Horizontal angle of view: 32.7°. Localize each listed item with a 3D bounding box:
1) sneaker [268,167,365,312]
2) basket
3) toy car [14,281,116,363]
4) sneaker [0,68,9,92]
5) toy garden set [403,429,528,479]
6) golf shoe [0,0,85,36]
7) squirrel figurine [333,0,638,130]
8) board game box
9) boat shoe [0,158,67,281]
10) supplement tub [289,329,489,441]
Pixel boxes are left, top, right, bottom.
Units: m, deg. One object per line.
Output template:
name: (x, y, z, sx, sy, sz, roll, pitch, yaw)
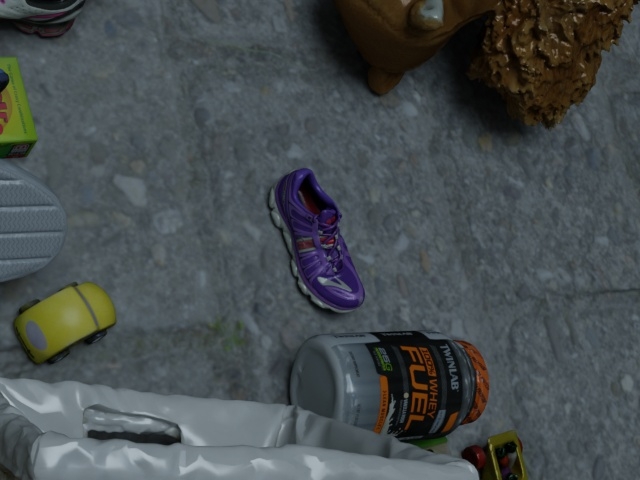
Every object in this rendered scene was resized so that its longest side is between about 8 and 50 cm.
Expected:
sneaker: (0.000, 0.000, 1.187, 0.068, 0.071, 0.170, -25, 84, -36)
basket: (-0.111, 0.258, 0.831, 0.328, 0.331, 0.266, 10, 87, -26)
toy car: (-0.312, 0.094, 0.973, 0.225, 0.053, 0.239, 32, 57, -16)
sneaker: (-0.357, -0.147, 0.996, 0.144, 0.053, 0.059, -16, 76, -36)
toy garden set: (0.166, 0.322, 1.159, 0.204, 0.049, 0.244, -7, 74, -33)
golf shoe: (-0.328, -0.249, 1.092, 0.186, 0.086, 0.067, -8, 75, -31)
squirrel figurine: (0.208, -0.320, 1.333, 0.397, 0.281, 0.370, 41, 61, -6)
board game box: (-0.372, -0.122, 1.037, 0.181, 0.043, 0.092, -9, 74, -33)
boat shoe: (-0.392, -0.036, 0.938, 0.335, 0.119, 0.121, 6, 100, -27)
supplement tub: (0.074, 0.152, 1.137, 0.190, 0.117, 0.117, 0, 70, -30)
